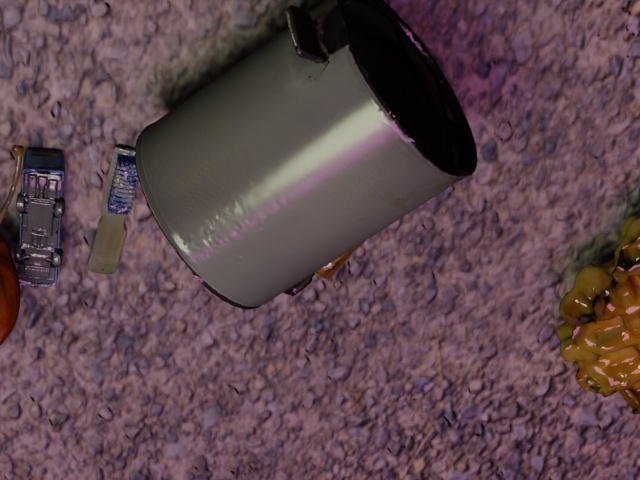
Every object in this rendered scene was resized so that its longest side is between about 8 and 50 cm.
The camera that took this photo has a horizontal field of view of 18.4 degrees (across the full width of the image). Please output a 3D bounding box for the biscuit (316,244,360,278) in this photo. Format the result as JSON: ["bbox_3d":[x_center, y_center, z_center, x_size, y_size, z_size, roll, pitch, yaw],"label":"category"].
[{"bbox_3d":[0.000,0.000,2.147,0.081,0.018,0.083,29,123,-25],"label":"biscuit"}]

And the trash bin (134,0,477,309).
[{"bbox_3d":[-0.016,-0.090,1.935,0.262,0.217,0.277,-32,136,22],"label":"trash bin"}]

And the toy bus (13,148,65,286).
[{"bbox_3d":[-0.293,-0.023,2.077,0.051,0.061,0.153,5,129,-6],"label":"toy bus"}]

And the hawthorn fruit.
[{"bbox_3d":[-0.353,0.017,2.032,0.165,0.165,0.285,29,129,-26],"label":"hawthorn fruit"}]

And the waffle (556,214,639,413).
[{"bbox_3d":[0.460,0.069,2.195,0.382,0.095,0.379,18,129,-22],"label":"waffle"}]

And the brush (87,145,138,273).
[{"bbox_3d":[-0.217,-0.025,2.104,0.033,0.030,0.178,2,132,-19],"label":"brush"}]
